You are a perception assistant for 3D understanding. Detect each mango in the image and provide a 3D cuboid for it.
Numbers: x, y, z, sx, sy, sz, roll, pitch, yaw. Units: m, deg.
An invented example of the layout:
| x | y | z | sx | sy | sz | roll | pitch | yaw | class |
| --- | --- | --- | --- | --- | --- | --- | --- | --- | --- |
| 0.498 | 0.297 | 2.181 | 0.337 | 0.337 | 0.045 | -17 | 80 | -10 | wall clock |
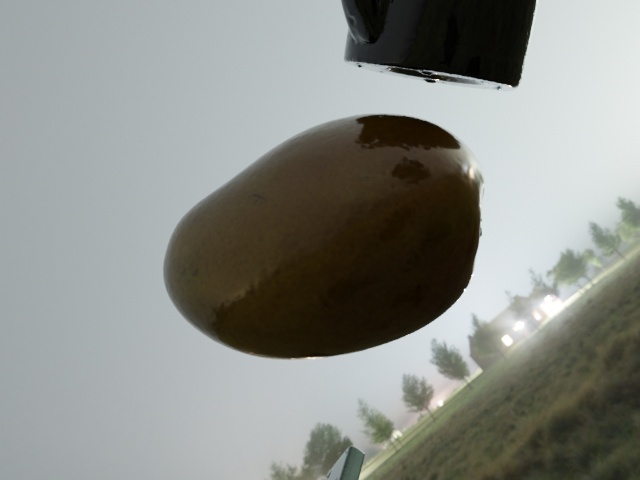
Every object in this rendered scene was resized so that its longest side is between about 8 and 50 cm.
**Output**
| x | y | z | sx | sy | sz | roll | pitch | yaw | class |
| --- | --- | --- | --- | --- | --- | --- | --- | --- | --- |
| 0.000 | 0.000 | 0.552 | 0.377 | 0.264 | 0.221 | -16 | -36 | 7 | mango |

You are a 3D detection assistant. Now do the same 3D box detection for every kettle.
| x | y | z | sx | sy | sz | roll | pitch | yaw | class |
| --- | --- | --- | --- | --- | --- | --- | --- | --- | --- |
| 0.126 | -0.325 | 0.527 | 0.268 | 0.207 | 0.291 | -3 | -68 | -34 | kettle |

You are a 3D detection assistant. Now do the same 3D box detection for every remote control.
| x | y | z | sx | sy | sz | roll | pitch | yaw | class |
| --- | --- | --- | --- | --- | --- | --- | --- | --- | --- |
| 0.013 | 0.600 | 1.019 | 0.145 | 0.050 | 0.344 | -63 | -3 | 32 | remote control |
